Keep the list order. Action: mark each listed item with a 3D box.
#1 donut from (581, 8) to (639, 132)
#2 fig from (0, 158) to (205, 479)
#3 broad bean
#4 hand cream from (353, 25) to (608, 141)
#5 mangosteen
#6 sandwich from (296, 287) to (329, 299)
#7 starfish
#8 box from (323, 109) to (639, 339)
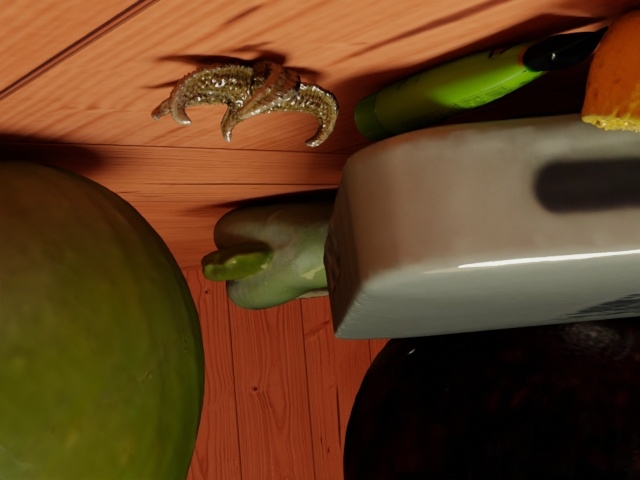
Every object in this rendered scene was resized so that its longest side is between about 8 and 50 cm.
[{"bbox_3d":[0.115,-0.052,0.330,0.038,0.083,0.067,15,141,24],"label":"donut"},{"bbox_3d":[-0.206,0.110,0.496,0.316,0.316,0.316,-5,177,0],"label":"fig"},{"bbox_3d":[0.000,0.000,0.875,0.228,0.100,0.169,-17,-174,-5],"label":"broad bean"},{"bbox_3d":[0.059,-0.063,0.383,0.036,0.023,0.122,-27,-170,-35],"label":"hand cream"},{"bbox_3d":[0.212,0.180,0.834,0.381,0.421,0.381,18,-175,-2],"label":"mangosteen"},{"bbox_3d":[0.024,0.011,1.043,0.258,0.096,0.094,-6,-177,-3],"label":"sandwich"},{"bbox_3d":[-0.029,-0.054,0.381,0.078,0.028,0.091,2,178,-13],"label":"starfish"},{"bbox_3d":[0.188,-0.004,0.557,0.367,0.090,0.373,-4,171,-3],"label":"box"}]
